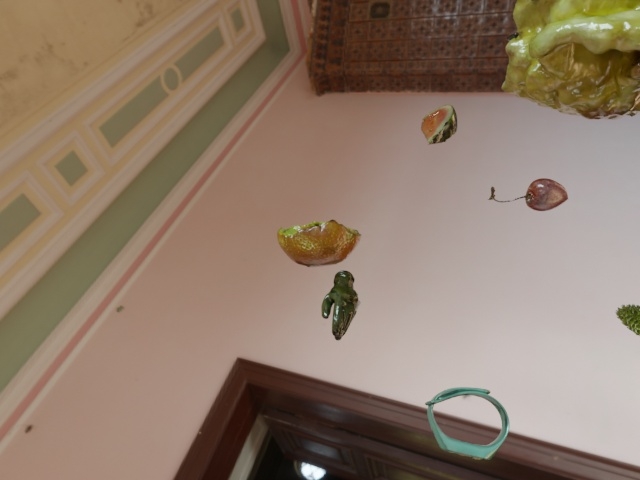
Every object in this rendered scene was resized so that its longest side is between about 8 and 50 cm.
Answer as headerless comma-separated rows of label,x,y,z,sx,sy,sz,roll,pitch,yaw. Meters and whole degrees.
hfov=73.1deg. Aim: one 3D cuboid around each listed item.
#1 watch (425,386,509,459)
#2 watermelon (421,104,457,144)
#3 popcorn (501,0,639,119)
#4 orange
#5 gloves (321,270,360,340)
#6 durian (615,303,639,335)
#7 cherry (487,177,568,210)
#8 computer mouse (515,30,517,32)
watch,0.426,0.528,1.266,0.068,0.237,0.194,83,-163,-65
watermelon,0.384,-0.382,1.404,0.063,0.119,0.245,60,-154,-31
popcorn,0.376,-0.283,0.573,0.236,0.293,0.293,68,-162,11
orange,0.000,0.010,1.756,0.262,0.335,0.195,-112,12,-83
gloves,0.073,0.213,1.476,0.107,0.136,0.268,113,170,-47
durian,1.164,0.282,1.539,0.220,0.137,0.095,-113,33,-63
cherry,0.653,-0.149,1.355,0.106,0.226,0.090,85,-161,-47
computer mouse,0.632,-0.506,1.038,0.188,0.371,0.121,-36,-63,-15
